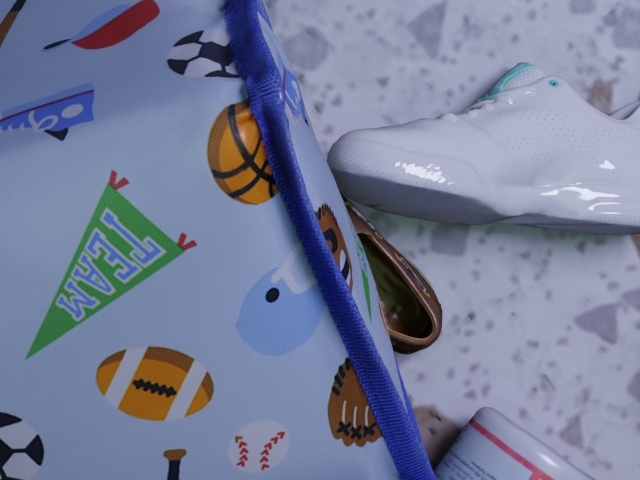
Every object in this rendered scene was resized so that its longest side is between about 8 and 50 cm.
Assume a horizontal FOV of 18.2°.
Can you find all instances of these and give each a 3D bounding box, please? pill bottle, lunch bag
[{"bbox_3d":[0.083,0.182,1.146,0.087,0.087,0.160,35,90,-14],"label":"pill bottle"},{"bbox_3d":[-0.117,0.088,0.987,0.328,0.239,0.385,-18,125,3],"label":"lunch bag"}]

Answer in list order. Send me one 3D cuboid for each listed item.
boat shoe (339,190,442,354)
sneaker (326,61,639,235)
[{"bbox_3d":[0.000,0.001,1.117,0.178,0.060,0.064,38,89,-14],"label":"boat shoe"},{"bbox_3d":[0.100,-0.057,1.127,0.212,0.080,0.094,6,82,-26],"label":"sneaker"}]
